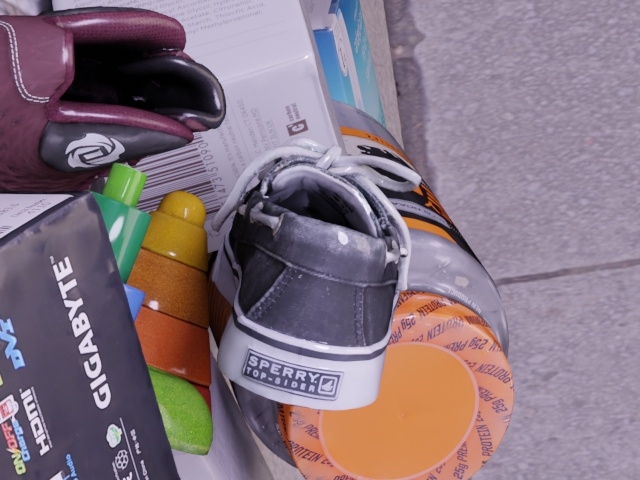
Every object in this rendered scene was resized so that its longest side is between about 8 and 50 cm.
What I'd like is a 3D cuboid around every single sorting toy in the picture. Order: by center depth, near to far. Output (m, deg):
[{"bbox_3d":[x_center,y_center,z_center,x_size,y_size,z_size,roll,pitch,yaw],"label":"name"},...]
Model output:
[{"bbox_3d":[-0.090,0.023,0.779,0.365,0.127,0.126,109,2,-85],"label":"sorting toy"}]

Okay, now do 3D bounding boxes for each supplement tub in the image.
[{"bbox_3d":[0.015,0.040,1.190,0.316,0.194,0.193,-117,-170,-58],"label":"supplement tub"}]

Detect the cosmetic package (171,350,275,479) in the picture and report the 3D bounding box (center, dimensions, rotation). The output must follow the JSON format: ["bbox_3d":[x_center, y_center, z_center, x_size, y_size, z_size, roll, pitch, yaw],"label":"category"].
[{"bbox_3d":[-0.077,0.174,1.161,0.239,0.060,0.099,69,12,-47],"label":"cosmetic package"}]

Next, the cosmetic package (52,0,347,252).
[{"bbox_3d":[-0.077,-0.110,1.071,0.151,0.151,0.183,71,4,-52],"label":"cosmetic package"}]

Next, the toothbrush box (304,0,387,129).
[{"bbox_3d":[-0.008,-0.091,1.588,0.216,0.126,0.295,-78,158,-64],"label":"toothbrush box"}]

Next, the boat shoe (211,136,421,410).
[{"bbox_3d":[-0.004,-0.001,0.904,0.306,0.113,0.105,-64,168,-80],"label":"boat shoe"}]

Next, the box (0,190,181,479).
[{"bbox_3d":[-0.139,0.172,0.487,0.293,0.073,0.295,-37,120,-47],"label":"box"}]

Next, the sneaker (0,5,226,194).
[{"bbox_3d":[-0.116,-0.045,0.849,0.281,0.163,0.106,38,44,-75],"label":"sneaker"}]
